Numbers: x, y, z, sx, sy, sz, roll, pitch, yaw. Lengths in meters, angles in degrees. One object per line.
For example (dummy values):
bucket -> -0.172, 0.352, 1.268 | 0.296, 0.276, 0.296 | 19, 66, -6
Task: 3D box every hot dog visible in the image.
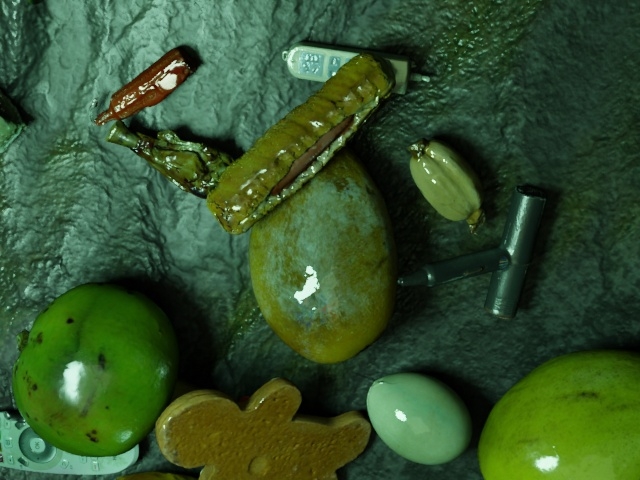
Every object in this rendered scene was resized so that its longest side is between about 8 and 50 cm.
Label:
hot dog -> -0.026, -0.123, 1.776 | 0.289, 0.068, 0.083 | -44, 61, 3

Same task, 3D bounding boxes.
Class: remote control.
remote control -> -0.377, 0.279, 2.028 | 0.256, 0.045, 0.097 | 4, 108, 8

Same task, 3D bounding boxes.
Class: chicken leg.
chicken leg -> -0.188, -0.111, 1.859 | 0.178, 0.070, 0.093 | 24, 149, -1

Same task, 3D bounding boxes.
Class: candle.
candle -> -0.232, -0.191, 1.854 | 0.162, 0.048, 0.053 | -32, 73, 16

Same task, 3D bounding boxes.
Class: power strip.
power strip -> 0.044, -0.218, 1.826 | 0.191, 0.030, 0.047 | 9, 110, 3

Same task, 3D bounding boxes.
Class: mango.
mango -> 0.000, 0.000, 1.850 | 0.193, 0.146, 0.316 | -10, 87, 12

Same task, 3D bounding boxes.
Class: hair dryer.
hair dryer -> 0.190, 0.015, 1.833 | 0.195, 0.050, 0.173 | 1, 111, -32

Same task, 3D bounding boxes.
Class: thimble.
thimble -> -0.438, -0.163, 1.866 | 0.062, 0.084, 0.110 | -40, 113, 18

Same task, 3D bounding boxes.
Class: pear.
pear -> 0.352, 0.263, 1.838 | 0.307, 0.253, 0.253 | -28, 103, 12

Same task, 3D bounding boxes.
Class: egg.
egg -> 0.131, 0.235, 1.922 | 0.152, 0.114, 0.114 | 34, 108, -6

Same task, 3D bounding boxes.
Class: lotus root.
lotus root -> 0.165, -0.073, 1.844 | 0.073, 0.062, 0.150 | -42, 108, -6

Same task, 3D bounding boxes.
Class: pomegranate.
pomegranate -> -0.258, 0.189, 1.898 | 0.302, 0.236, 0.236 | 32, 110, -25

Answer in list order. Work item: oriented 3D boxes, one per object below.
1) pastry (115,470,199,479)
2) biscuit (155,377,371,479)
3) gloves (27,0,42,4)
pastry -> -0.213, 0.482, 2.021 | 0.356, 0.164, 0.356 | 2, 103, 7
biscuit -> -0.082, 0.266, 1.919 | 0.324, 0.049, 0.205 | 17, 112, -37
gloves -> -0.404, -0.414, 1.766 | 0.107, 0.135, 0.268 | -10, 111, 53
